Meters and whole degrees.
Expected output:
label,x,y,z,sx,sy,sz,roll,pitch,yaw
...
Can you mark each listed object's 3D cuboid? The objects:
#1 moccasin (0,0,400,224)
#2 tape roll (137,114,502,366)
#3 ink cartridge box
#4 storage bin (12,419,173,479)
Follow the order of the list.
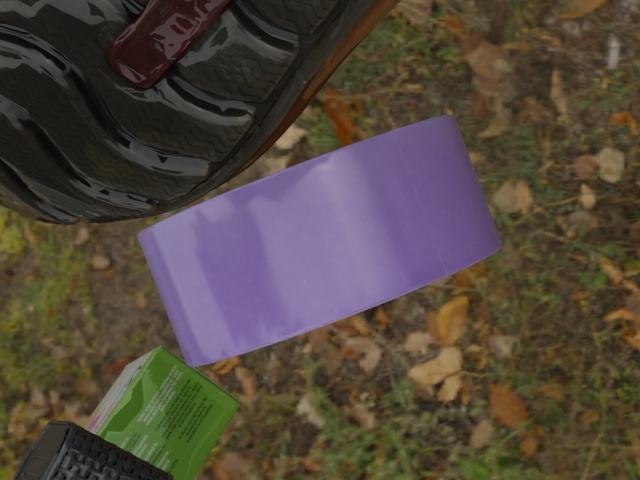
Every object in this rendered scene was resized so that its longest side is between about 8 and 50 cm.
label,x,y,z,sx,sy,sz,roll,pitch,yaw
moccasin,-0.036,-0.123,0.395,0.139,0.147,0.380,34,139,-13
tape roll,0.000,0.000,0.670,0.189,0.189,0.080,-20,90,40
ink cartridge box,-0.201,0.219,1.152,0.097,0.189,0.255,38,155,-11
storage bin,-0.189,0.223,0.830,0.180,0.084,0.122,-63,16,-17
